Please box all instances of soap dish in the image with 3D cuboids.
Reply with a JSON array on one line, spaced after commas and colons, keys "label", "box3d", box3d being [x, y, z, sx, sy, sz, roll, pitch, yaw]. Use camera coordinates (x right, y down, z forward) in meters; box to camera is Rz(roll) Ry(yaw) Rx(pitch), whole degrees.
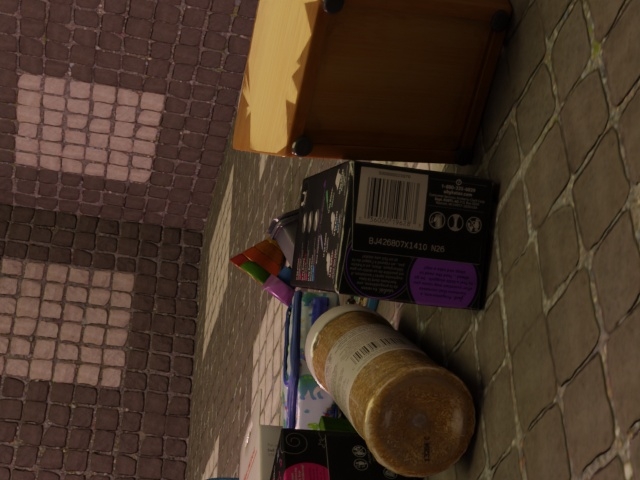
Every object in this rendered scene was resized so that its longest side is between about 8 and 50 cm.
[{"label": "soap dish", "box3d": [0.063, -0.191, 1.172, 0.118, 0.290, 0.229, 45, 128, 51]}]

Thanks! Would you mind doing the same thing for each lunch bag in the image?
[{"label": "lunch bag", "box3d": [-0.013, 0.189, 1.626, 0.219, 0.090, 0.176, -89, 3, -55]}]

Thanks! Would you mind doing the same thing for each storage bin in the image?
[{"label": "storage bin", "box3d": [0.000, 0.000, 1.585, 0.091, 0.135, 0.098, 67, 159, 14]}]

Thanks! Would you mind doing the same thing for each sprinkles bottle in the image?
[{"label": "sprinkles bottle", "box3d": [0.069, 0.163, 1.245, 0.355, 0.121, 0.121, -146, 65, -77]}]

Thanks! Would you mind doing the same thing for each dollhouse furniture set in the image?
[{"label": "dollhouse furniture set", "box3d": [0.015, 0.331, 1.548, 0.076, 0.058, 0.152, -105, 26, -64]}]

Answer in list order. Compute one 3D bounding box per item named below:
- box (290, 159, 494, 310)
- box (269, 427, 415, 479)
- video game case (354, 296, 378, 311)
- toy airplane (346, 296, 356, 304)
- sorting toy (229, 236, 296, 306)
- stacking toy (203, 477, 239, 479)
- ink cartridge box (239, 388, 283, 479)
[{"label": "box", "box3d": [0.073, -0.004, 1.231, 0.270, 0.165, 0.143, 175, 102, -78]}, {"label": "box", "box3d": [0.027, 0.355, 1.213, 0.247, 0.163, 0.142, -96, 16, -48]}, {"label": "video game case", "box3d": [0.067, 0.045, 1.603, 0.166, 0.015, 0.119, -104, 25, -61]}, {"label": "toy airplane", "box3d": [0.043, 0.146, 1.553, 0.151, 0.028, 0.151, 179, 90, -85]}, {"label": "sorting toy", "box3d": [-0.087, 0.045, 2.226, 0.126, 0.127, 0.365, -53, 14, -4]}, {"label": "stacking toy", "box3d": [-0.138, 0.585, 1.980, 0.302, 0.165, 0.175, 43, 122, 58]}, {"label": "ink cartridge box", "box3d": [-0.057, 0.432, 1.680, 0.207, 0.119, 0.353, 108, 164, -45]}]
